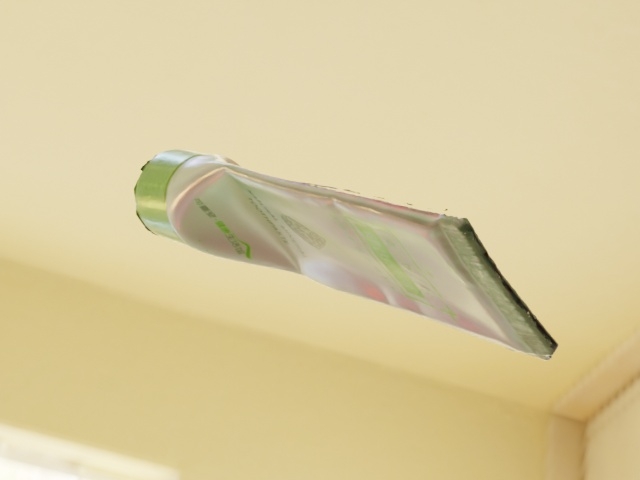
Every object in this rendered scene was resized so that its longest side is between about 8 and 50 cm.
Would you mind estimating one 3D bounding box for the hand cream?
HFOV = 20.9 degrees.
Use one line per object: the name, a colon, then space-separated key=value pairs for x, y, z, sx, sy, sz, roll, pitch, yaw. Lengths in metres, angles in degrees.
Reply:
hand cream: x=0.001 y=-0.001 z=0.813 sx=0.275 sy=0.079 sz=0.050 roll=17 pitch=88 yaw=54
